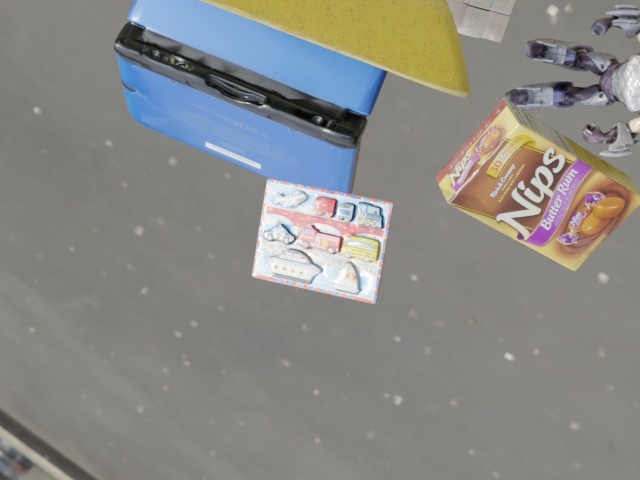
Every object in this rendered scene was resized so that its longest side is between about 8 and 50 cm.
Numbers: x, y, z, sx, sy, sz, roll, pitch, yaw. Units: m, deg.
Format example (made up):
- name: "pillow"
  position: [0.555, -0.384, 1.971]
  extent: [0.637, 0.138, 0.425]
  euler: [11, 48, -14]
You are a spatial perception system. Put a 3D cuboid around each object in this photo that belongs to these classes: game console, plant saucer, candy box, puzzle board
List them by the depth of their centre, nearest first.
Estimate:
- name: "plant saucer"
  position: [-0.046, -0.241, 0.984]
  extent: [0.333, 0.081, 0.333]
  euler: [19, -166, -16]
- name: "puzzle board"
  position: [0.000, 0.000, 1.081]
  extent: [0.128, 0.096, 0.011]
  euler: [12, -174, 21]
- name: "candy box"
  position: [0.221, -0.052, 1.159]
  extent: [0.187, 0.053, 0.109]
  euler: [26, 117, -28]
- name: "game console"
  position: [-0.064, -0.207, 1.306]
  extent: [0.293, 0.173, 0.250]
  euler: [23, 157, 7]

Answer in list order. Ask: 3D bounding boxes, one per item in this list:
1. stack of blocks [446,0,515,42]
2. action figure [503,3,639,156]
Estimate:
- name: "stack of blocks"
  position: [0.142, -0.367, 1.673]
  extent: [0.297, 0.087, 0.171]
  euler: [7, -160, -34]
- name: "action figure"
  position: [0.359, -0.200, 1.453]
  extent: [0.099, 0.185, 0.285]
  euler: [7, -174, -28]
